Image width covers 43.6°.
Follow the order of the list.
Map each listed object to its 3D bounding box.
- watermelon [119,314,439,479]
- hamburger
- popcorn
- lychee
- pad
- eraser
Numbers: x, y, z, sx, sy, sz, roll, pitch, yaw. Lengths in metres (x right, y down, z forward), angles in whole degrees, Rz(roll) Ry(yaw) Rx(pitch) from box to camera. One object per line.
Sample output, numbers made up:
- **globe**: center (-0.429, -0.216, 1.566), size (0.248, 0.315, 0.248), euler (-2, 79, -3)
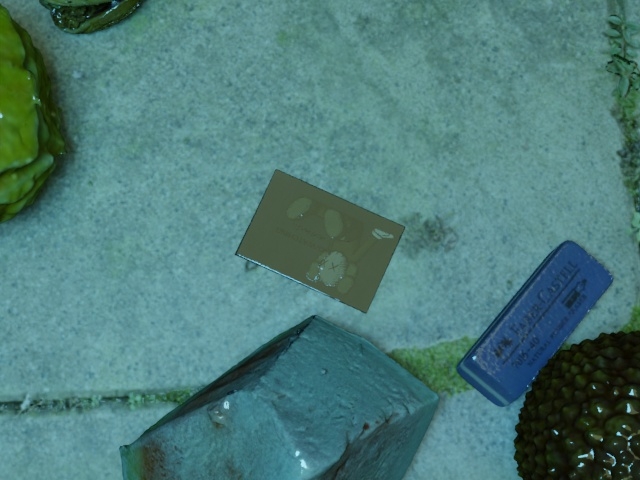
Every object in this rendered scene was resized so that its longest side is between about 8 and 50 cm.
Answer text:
- **watermelon**: center (-0.044, 0.231, 0.891), size (0.387, 0.258, 0.228), euler (-27, 86, -8)
- **hamburger**: center (-0.310, -0.363, 1.037), size (0.185, 0.113, 0.177), euler (12, 83, -1)
- **popcorn**: center (-0.429, -0.139, 0.933), size (0.247, 0.282, 0.282), euler (-22, 83, -17)
- **lychee**: center (0.354, 0.228, 0.907), size (0.267, 0.267, 0.267), euler (0, 82, -1)
- **pad**: center (0.000, 0.000, 1.051), size (0.190, 0.004, 0.127), euler (24, 83, 2)
- **eraser**: center (0.274, 0.107, 1.027), size (0.082, 0.036, 0.225), euler (41, 83, 2)
